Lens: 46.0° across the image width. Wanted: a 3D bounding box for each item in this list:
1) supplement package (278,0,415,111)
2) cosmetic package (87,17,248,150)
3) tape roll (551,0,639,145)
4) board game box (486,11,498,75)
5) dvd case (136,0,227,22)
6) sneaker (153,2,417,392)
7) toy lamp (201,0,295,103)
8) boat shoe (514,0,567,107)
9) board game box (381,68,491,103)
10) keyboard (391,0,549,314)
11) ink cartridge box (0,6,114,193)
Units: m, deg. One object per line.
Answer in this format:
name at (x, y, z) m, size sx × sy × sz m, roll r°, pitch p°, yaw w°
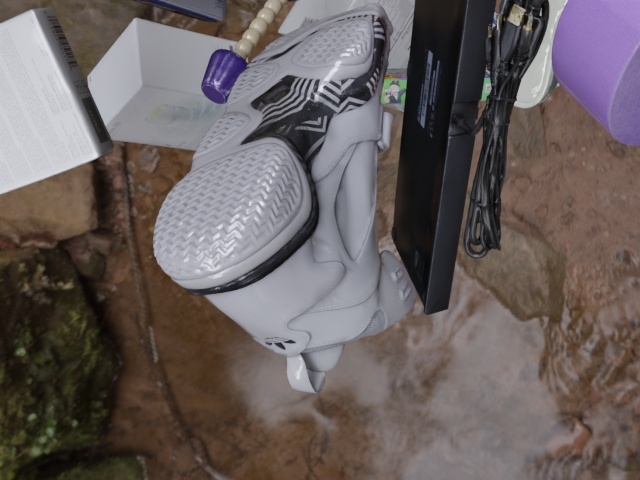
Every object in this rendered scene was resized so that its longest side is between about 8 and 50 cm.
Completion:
supplement package at (0.094, -0.446, 1.633) m, size 0.199 × 0.263 × 0.198 m, roll 31°, pitch 89°, yaw 50°
cosmetic package at (-0.282, -0.278, 1.400) m, size 0.224 × 0.225 × 0.138 m, roll -26°, pitch 66°, yaw 49°
tape roll at (0.360, -0.222, 0.717) m, size 0.275 × 0.275 × 0.090 m, roll -48°, pitch 55°, yaw 24°
board game box at (0.443, -0.429, 1.787) m, size 0.201 × 0.035 × 0.136 m, roll 46°, pitch 157°, yaw 4°
dvd case at (-0.121, -0.256, 0.511) m, size 0.030 × 0.239 × 0.179 m, roll 8°, pitch 100°, yaw 17°
sneaker at (0.003, -0.047, 0.684) m, size 0.137 × 0.365 × 0.210 m, roll -6°, pitch 132°, yaw 33°
toy lamp at (-0.110, -0.341, 1.254) m, size 0.080 × 0.274 × 0.080 m, roll 25°, pitch 157°, yaw 11°
boat shoe at (0.378, -0.371, 1.207) m, size 0.116 × 0.099 × 0.319 m, roll 29°, pitch 122°, yaw 30°
board game box at (0.159, -0.296, 1.435) m, size 0.317 × 0.213 × 0.046 m, roll -7°, pitch 109°, yaw -26°
keyboard at (0.095, -0.089, 0.513) m, size 0.033 × 0.201 × 0.317 m, roll -3°, pitch 121°, yaw -8°
ink cartridge box at (-0.400, -0.159, 0.939) m, size 0.232 × 0.066 × 0.189 m, roll -17°, pitch 105°, yaw 16°
